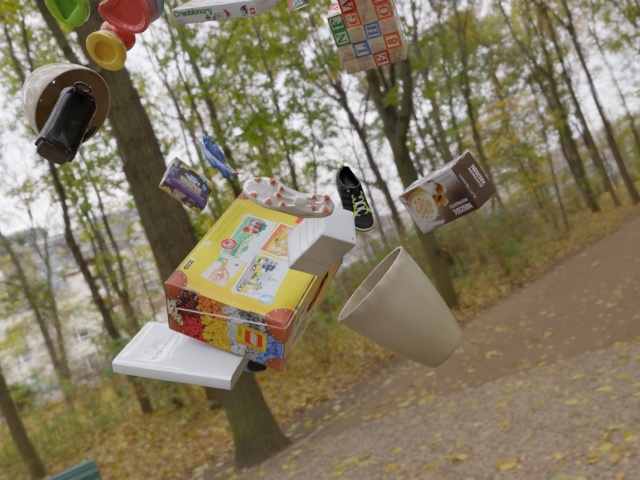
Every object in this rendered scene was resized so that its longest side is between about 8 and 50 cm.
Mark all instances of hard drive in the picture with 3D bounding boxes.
[{"bbox_3d":[-0.386,0.329,1.880,0.353,0.047,0.233,5,24,12],"label":"hard drive"}]

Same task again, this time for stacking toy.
[{"bbox_3d":[-0.589,-0.661,1.787,0.309,0.279,0.130,-27,28,44],"label":"stacking toy"}]

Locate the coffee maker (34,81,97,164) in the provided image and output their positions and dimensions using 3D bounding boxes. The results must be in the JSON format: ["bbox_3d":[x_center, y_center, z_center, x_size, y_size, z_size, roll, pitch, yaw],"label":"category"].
[{"bbox_3d":[-0.686,-0.315,1.735,0.120,0.178,0.171,15,-28,-5],"label":"coffee maker"}]

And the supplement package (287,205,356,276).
[{"bbox_3d":[0.000,0.000,1.678,0.105,0.105,0.179,17,-39,-27],"label":"supplement package"}]

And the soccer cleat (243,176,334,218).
[{"bbox_3d":[-0.069,-0.082,1.358,0.196,0.068,0.076,14,-18,-7],"label":"soccer cleat"}]

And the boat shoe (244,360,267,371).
[{"bbox_3d":[-0.197,0.294,2.086,0.089,0.258,0.109,11,-7,-19],"label":"boat shoe"}]

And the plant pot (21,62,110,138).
[{"bbox_3d":[-0.886,-0.481,2.175,0.284,0.191,0.284,-42,-28,-29],"label":"plant pot"}]

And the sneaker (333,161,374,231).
[{"bbox_3d":[0.101,-0.137,2.044,0.084,0.235,0.097,-24,-12,-11],"label":"sneaker"}]

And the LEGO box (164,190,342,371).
[{"bbox_3d":[-0.176,0.097,1.951,0.372,0.193,0.500,19,42,13],"label":"LEGO box"}]

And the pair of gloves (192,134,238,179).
[{"bbox_3d":[-0.314,-0.251,1.941,0.023,0.159,0.198,-41,5,10],"label":"pair of gloves"}]

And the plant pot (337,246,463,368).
[{"bbox_3d":[0.231,0.201,1.702,0.256,0.274,0.256,-49,2,3],"label":"plant pot"}]

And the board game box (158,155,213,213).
[{"bbox_3d":[-0.466,-0.194,2.254,0.048,0.170,0.141,-37,29,32],"label":"board game box"}]

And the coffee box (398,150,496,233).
[{"bbox_3d":[0.355,-0.131,1.833,0.098,0.141,0.246,-40,6,-33],"label":"coffee box"}]

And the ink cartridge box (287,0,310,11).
[{"bbox_3d":[-0.084,-0.778,2.081,0.029,0.063,0.115,-24,16,-33],"label":"ink cartridge box"}]

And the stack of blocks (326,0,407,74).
[{"bbox_3d":[0.106,-0.601,1.688,0.171,0.297,0.087,-10,40,19],"label":"stack of blocks"}]

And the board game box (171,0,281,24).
[{"bbox_3d":[-0.296,-0.753,2.066,0.305,0.053,0.193,2,33,23],"label":"board game box"}]
